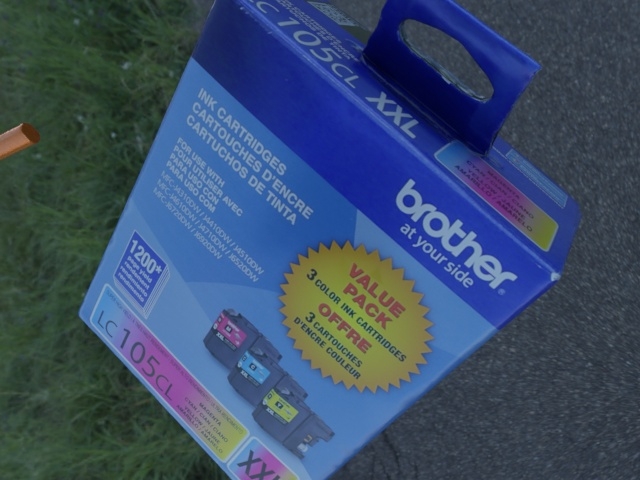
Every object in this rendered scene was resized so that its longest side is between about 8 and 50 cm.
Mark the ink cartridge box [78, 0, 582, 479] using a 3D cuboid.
[{"bbox_3d":[0.000,0.000,0.437,0.270,0.151,0.395,42,121,9],"label":"ink cartridge box"}]

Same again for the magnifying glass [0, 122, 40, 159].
[{"bbox_3d":[-0.470,-0.112,0.756,0.231,0.092,0.026,-13,40,27],"label":"magnifying glass"}]
